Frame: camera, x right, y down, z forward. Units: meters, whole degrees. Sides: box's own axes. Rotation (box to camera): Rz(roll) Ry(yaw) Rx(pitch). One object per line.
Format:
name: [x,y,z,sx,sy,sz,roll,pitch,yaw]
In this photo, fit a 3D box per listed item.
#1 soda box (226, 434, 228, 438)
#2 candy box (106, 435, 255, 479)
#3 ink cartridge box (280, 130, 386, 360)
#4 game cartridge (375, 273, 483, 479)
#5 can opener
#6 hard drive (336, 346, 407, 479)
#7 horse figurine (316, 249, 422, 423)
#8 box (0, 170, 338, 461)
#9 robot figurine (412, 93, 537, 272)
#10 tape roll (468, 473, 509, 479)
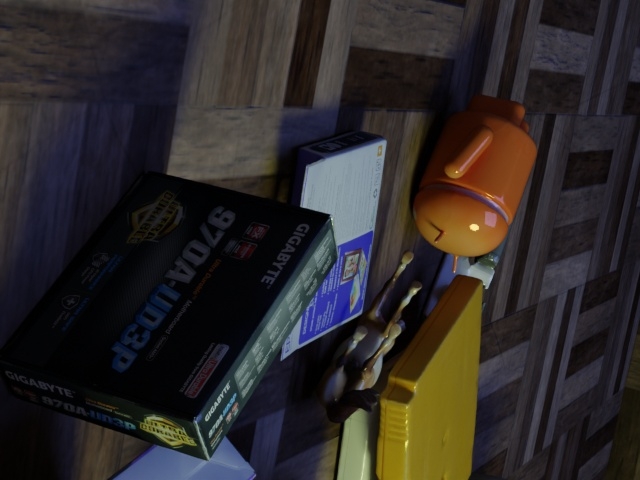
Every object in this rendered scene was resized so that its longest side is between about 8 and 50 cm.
soda box: [-0.141,0.247,1.264,0.169,0.053,0.060,-59,152,-36]
candy box: [-0.166,0.229,1.041,0.196,0.070,0.165,-41,176,32]
ink cartridge box: [0.000,0.000,1.449,0.208,0.045,0.206,-25,126,-64]
game cartridge: [0.137,0.246,1.777,0.285,0.053,0.323,-48,143,-54]
can opener: [0.210,0.010,1.925,0.280,0.074,0.093,-67,-170,-15]
hard drive: [0.078,0.329,1.815,0.233,0.047,0.353,-25,125,-62]
horse figurine: [0.053,0.129,1.592,0.174,0.066,0.263,-63,177,36]
box: [-0.111,0.050,1.063,0.220,0.175,0.051,-56,150,-37]
robot figurine: [0.191,-0.075,1.739,0.219,0.128,0.158,-68,-165,-19]
tape roll: [0.254,0.449,2.064,0.072,0.219,0.219,-53,148,-44]
